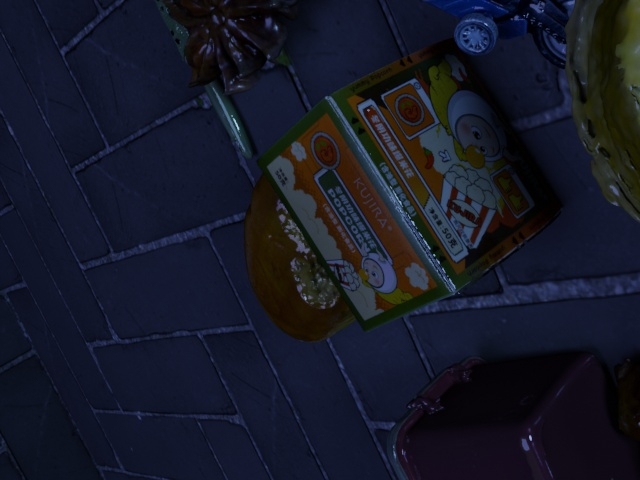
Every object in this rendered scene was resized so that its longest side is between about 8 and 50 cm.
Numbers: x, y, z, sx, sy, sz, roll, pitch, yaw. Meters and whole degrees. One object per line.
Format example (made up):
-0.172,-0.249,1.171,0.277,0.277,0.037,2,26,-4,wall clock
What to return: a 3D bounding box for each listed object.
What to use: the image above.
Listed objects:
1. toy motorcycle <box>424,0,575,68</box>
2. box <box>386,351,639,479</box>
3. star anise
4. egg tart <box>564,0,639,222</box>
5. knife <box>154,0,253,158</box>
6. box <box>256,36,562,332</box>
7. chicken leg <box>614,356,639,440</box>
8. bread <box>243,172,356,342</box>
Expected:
0.139,-0.223,0.639,0.255,0.092,0.135,29,141,5,toy motorcycle
0.222,0.257,0.823,0.167,0.193,0.294,-22,97,48,box
-0.096,-0.266,0.903,0.220,0.099,0.214,9,108,51,star anise
0.278,-0.115,0.461,0.345,0.132,0.345,4,96,45,egg tart
-0.160,-0.232,1.057,0.043,0.020,0.293,-22,97,55,knife
0.084,-0.053,0.766,0.194,0.178,0.148,58,143,1,box
0.305,0.066,0.685,0.113,0.093,0.304,55,156,35,chicken leg
0.000,0.000,0.944,0.179,0.133,0.250,47,141,22,bread
